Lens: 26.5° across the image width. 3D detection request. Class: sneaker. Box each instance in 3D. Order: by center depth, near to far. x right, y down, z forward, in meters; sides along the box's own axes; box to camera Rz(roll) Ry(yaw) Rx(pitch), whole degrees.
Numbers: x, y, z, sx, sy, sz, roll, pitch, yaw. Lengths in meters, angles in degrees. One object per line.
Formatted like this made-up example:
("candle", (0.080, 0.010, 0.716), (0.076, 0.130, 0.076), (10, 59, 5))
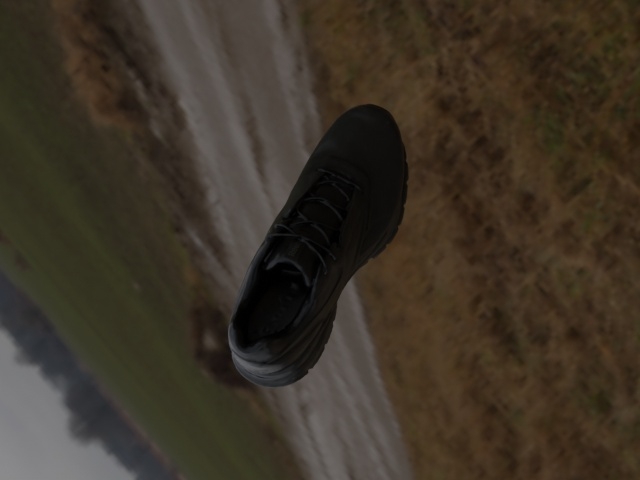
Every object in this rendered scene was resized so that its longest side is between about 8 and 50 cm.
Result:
("sneaker", (0.000, 0.000, 1.259), (0.109, 0.286, 0.130), (21, 171, 12))
